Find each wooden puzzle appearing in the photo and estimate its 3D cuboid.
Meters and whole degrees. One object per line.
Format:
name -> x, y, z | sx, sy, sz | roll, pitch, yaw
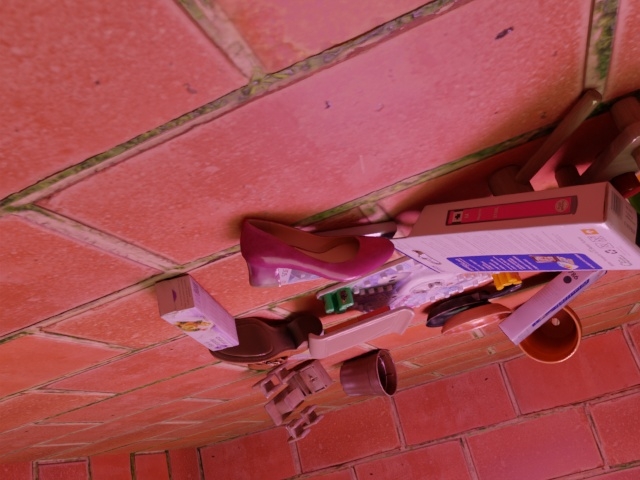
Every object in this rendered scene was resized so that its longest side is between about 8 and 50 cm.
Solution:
wooden puzzle -> 0.088, 0.210, 1.339 | 0.239, 0.044, 0.221 | -15, 159, -6

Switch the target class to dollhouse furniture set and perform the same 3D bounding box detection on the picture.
dollhouse furniture set -> -0.099, 0.512, 1.885 | 0.161, 0.212, 0.242 | -37, 176, 41

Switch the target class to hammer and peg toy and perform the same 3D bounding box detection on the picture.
hammer and peg toy -> 0.455, -0.104, 0.836 | 0.362, 0.127, 0.266 | -11, 158, -9

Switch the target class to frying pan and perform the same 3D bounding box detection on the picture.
frying pan -> 0.398, 0.174, 1.580 | 0.197, 0.053, 0.326 | -11, 156, -12

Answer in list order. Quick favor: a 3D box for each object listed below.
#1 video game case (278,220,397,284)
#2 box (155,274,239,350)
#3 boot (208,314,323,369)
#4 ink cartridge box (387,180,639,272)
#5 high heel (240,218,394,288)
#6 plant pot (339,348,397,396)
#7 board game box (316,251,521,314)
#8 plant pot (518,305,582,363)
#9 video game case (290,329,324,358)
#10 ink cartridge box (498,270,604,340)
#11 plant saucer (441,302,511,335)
video game case -> 0.019, 0.027, 1.023 | 0.202, 0.023, 0.183 | -9, 158, -13
box -> -0.228, 0.148, 1.105 | 0.063, 0.067, 0.324 | -14, 159, 1
boot -> -0.151, 0.256, 1.384 | 0.284, 0.109, 0.220 | -13, 161, -30
ink cartridge box -> 0.288, -0.004, 0.885 | 0.176, 0.069, 0.371 | 27, 157, -37
high heel -> 0.000, 0.000, 0.880 | 0.244, 0.082, 0.117 | -7, 128, -8
plant pot -> 0.169, 0.489, 2.070 | 0.165, 0.166, 0.167 | -18, 159, 27
board game box -> 0.247, 0.108, 1.326 | 0.390, 0.050, 0.390 | -24, 157, 21
plant pot -> 0.776, 0.287, 1.928 | 0.205, 0.205, 0.188 | -29, 170, 31
video game case -> -0.005, 0.308, 1.686 | 0.206, 0.026, 0.227 | -30, 154, 35
ink cartridge box -> 0.649, 0.161, 1.602 | 0.333, 0.065, 0.165 | -40, 154, 7
plant saucer -> 0.429, 0.218, 1.602 | 0.200, 0.037, 0.200 | -15, 161, -5
